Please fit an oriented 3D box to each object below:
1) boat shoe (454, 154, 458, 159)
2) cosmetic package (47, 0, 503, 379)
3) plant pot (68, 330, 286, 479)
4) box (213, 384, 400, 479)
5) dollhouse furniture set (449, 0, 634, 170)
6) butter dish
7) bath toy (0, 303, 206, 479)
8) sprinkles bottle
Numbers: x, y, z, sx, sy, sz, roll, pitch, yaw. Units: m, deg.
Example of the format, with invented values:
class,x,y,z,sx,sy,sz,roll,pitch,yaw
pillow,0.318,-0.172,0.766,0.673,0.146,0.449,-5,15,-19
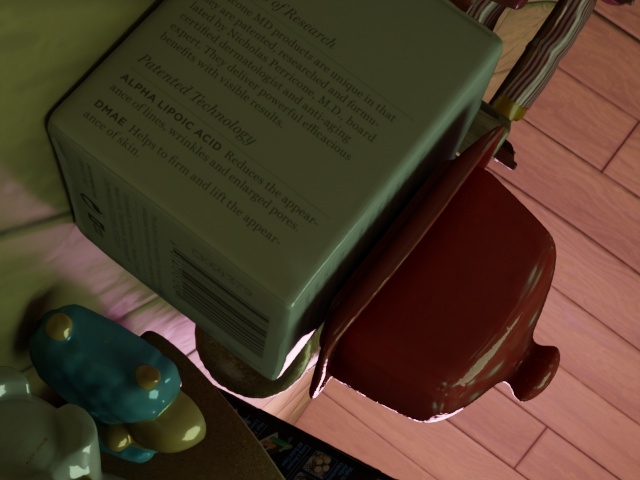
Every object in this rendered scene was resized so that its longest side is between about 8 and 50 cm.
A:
class,x,y,z,sx,sy,sz,roll,pitch,yaw
boat shoe,-0.002,-0.008,1.017,0.156,0.136,0.367,-27,172,33
cosmetic package,-0.024,-0.053,0.635,0.184,0.151,0.151,-50,171,-20
plant pot,-0.164,0.237,0.877,0.254,0.237,0.237,-36,166,-20
box,-0.101,0.277,1.032,0.295,0.293,0.073,-47,151,-40
dollhouse furniture set,0.162,-0.167,1.027,0.201,0.152,0.374,-56,180,16
butter dish,0.078,0.042,0.643,0.160,0.118,0.160,-50,173,-16
bath toy,-0.201,0.199,0.644,0.348,0.151,0.129,-52,179,-40
sprinkles bottle,-0.018,0.070,1.259,0.121,0.121,0.355,-56,171,15
